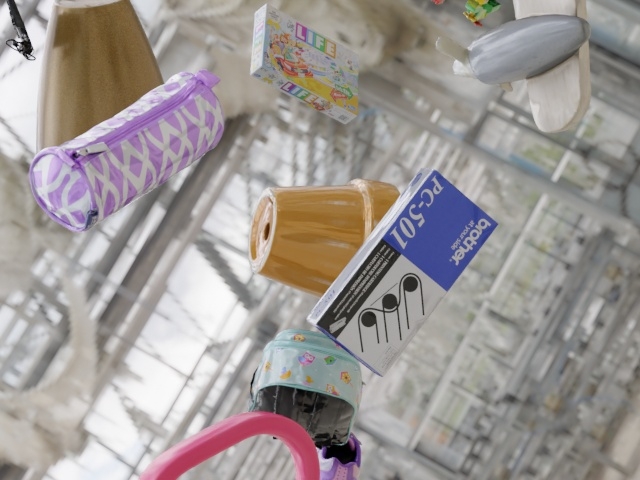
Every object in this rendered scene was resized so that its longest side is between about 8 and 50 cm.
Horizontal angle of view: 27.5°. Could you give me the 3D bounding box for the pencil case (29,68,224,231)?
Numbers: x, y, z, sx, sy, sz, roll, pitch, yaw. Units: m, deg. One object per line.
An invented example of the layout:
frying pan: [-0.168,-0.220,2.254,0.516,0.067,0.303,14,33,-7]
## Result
pencil case: [-0.176,-0.086,1.208,0.206,0.086,0.088,-40,-26,-45]

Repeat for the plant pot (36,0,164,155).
plant pot: [-0.362,-0.270,2.134,0.237,0.237,0.254,-49,-40,-57]

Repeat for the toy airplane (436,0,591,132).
toy airplane: [0.208,-0.362,1.407,0.273,0.386,0.384,-9,-44,-27]

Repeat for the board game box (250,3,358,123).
board game box: [-0.018,-0.225,1.673,0.026,0.154,0.103,-33,44,42]

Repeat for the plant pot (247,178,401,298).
plant pot: [0.000,0.000,1.936,0.205,0.188,0.205,-171,90,-71]

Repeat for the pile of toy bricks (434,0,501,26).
pile of toy bricks: [0.242,-0.354,1.880,0.212,0.118,0.105,-26,-27,-54]

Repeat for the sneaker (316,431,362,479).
sneaker: [0.026,0.337,2.106,0.236,0.095,0.104,-95,16,-64]

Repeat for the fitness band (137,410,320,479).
fitness band: [-0.121,0.347,1.727,0.291,0.209,0.054,-25,13,-32]

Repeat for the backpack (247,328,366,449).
backpack: [-0.018,0.211,1.916,0.188,0.166,0.144,102,-178,-67]

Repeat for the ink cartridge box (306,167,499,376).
ink cartridge box: [0.087,0.033,1.394,0.207,0.097,0.046,-52,14,-6]

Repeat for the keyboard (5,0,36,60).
keyboard: [-0.464,-0.323,1.971,0.038,0.100,0.192,-22,2,-8]
